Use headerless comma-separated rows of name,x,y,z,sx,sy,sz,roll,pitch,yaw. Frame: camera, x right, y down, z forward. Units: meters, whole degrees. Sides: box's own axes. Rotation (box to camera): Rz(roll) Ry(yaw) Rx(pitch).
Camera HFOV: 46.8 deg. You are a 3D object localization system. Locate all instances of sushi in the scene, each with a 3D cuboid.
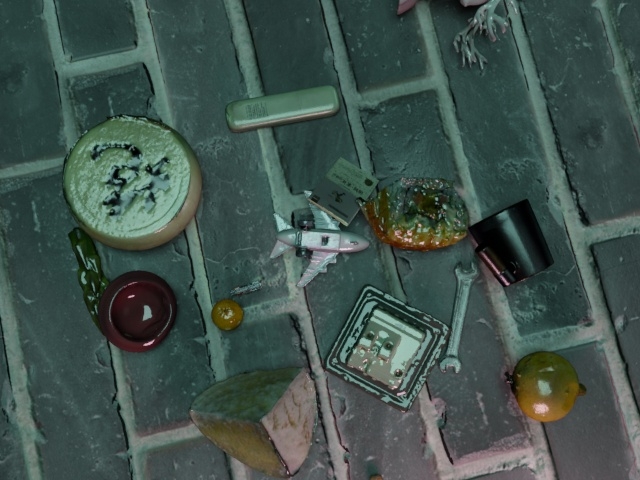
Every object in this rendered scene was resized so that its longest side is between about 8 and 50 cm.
sushi,0.240,-0.072,1.885,0.274,0.139,0.184,5,79,-21

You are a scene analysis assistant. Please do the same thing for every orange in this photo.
orange,-0.238,0.190,1.887,0.083,0.070,0.083,0,77,1

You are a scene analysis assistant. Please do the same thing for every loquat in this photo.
loquat,0.563,0.362,1.834,0.205,0.149,0.172,5,77,-11

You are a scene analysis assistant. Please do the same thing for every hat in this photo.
hat,-0.463,0.177,1.869,0.205,0.089,0.205,1,87,-24

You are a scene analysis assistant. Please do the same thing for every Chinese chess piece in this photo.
Chinese chess piece,-0.481,-0.148,1.898,0.349,0.146,0.349,0,82,0

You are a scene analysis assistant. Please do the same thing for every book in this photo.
book,0.061,-0.131,1.930,0.127,0.014,0.181,34,56,4

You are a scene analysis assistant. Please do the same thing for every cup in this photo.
cup,0.459,0.022,1.867,0.239,0.166,0.177,-25,88,-25

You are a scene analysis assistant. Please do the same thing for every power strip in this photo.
power strip,0.171,0.272,1.869,0.257,0.092,0.251,27,81,2

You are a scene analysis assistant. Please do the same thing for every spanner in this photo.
spanner,0.361,0.198,1.922,0.071,0.017,0.302,11,81,1

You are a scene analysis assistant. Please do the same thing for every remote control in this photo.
remote control,-0.102,-0.357,1.989,0.310,0.038,0.090,-11,80,-3

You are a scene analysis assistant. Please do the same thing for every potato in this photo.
potato,-0.154,0.442,1.843,0.264,0.211,0.189,-1,123,31

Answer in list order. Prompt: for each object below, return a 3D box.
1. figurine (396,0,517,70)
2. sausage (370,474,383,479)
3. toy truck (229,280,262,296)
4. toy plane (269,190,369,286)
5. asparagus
figurine,0.362,-0.627,1.974,0.316,0.206,0.284,10,75,7
sausage,0.147,0.627,1.844,0.034,0.034,0.083,-14,81,-3
toy truck,-0.194,0.126,1.917,0.083,0.032,0.024,-16,86,-2
toy plane,0.000,0.000,1.904,0.255,0.101,0.251,5,92,0
asparagus,-0.579,0.106,1.895,0.080,0.080,0.287,-17,76,-3
